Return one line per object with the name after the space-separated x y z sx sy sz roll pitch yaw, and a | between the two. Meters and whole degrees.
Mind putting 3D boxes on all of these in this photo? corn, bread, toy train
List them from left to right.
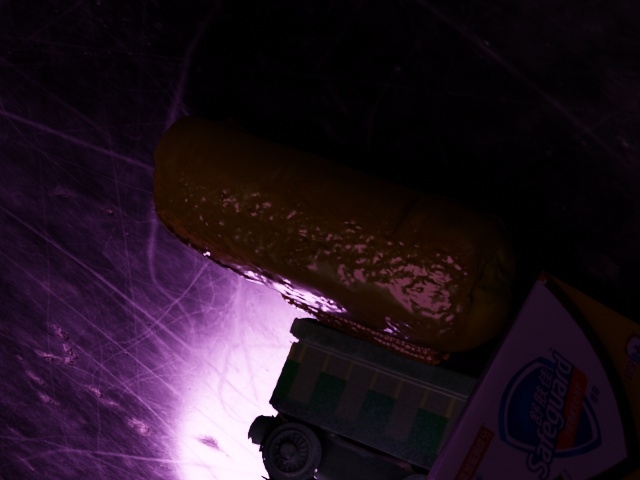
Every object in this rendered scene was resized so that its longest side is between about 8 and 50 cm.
0.000 0.000 1.098 0.383 0.112 0.166 21 148 22 | bread
0.044 0.068 1.197 0.207 0.068 0.068 24 148 17 | corn
0.071 0.211 1.252 0.300 0.202 0.120 16 169 27 | toy train

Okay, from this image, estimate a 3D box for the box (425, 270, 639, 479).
0.202 0.180 1.015 0.168 0.265 0.097 32 148 7 | box
